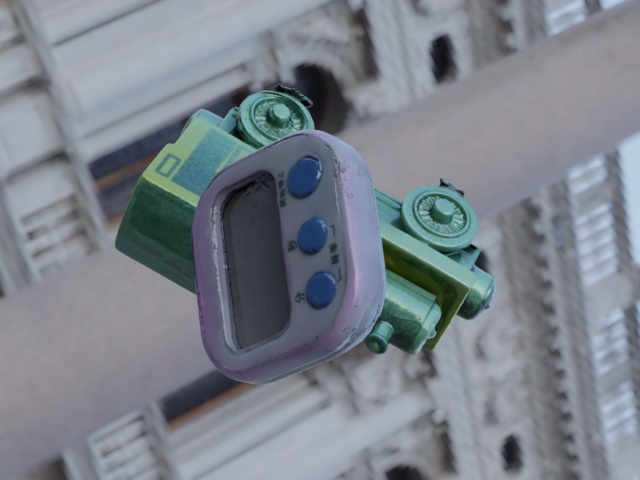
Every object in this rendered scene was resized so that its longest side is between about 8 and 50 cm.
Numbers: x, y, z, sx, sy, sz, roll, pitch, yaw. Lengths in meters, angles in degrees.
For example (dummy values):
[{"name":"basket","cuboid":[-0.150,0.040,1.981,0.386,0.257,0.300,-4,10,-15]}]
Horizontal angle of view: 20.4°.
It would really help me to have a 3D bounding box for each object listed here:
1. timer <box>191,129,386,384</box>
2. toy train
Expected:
[{"name":"timer","cuboid":[-0.029,0.015,1.566,0.191,0.069,0.208,-24,-117,35]},{"name":"toy train","cuboid":[0.000,0.000,1.813,0.369,0.237,0.150,29,-47,3]}]
